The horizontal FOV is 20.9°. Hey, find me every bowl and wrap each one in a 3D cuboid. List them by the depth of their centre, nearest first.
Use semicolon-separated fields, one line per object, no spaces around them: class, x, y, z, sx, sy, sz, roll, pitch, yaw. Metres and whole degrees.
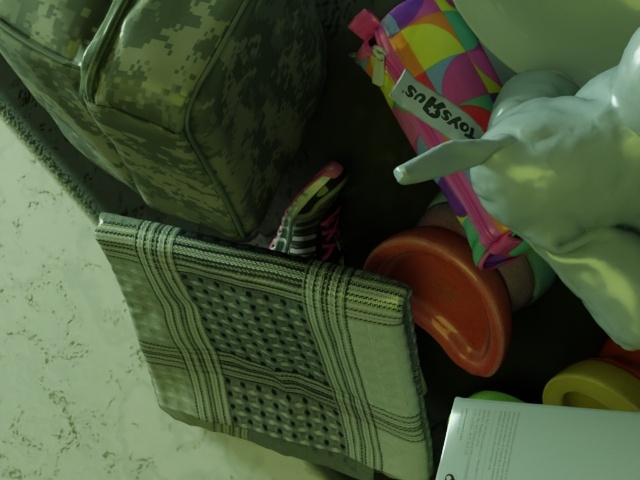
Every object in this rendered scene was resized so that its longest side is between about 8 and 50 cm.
bowl;0.247;-0.238;1.311;0.298;0.134;0.298;17;144;13

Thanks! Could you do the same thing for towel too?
towel;-0.047;0.116;1.618;0.312;0.056;0.324;13;145;19

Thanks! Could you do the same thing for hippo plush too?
hippo plush;0.236;-0.096;1.257;0.294;0.234;0.236;37;119;-24

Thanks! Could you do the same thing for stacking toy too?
stacking toy;0.185;0.093;1.572;0.309;0.130;0.279;42;150;5

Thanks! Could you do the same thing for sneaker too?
sneaker;0.000;0.000;1.612;0.075;0.063;0.170;33;128;8

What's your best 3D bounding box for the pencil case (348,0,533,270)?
pencil case;0.115;-0.092;1.435;0.104;0.104;0.236;-42;72;34

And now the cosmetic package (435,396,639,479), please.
cosmetic package;0.288;0.255;1.455;0.284;0.097;0.377;5;154;25

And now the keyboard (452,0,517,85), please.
keyboard;0.126;-0.185;1.495;0.072;0.014;0.256;-7;110;23

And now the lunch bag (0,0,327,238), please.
lunch bag;-0.152;-0.168;1.456;0.256;0.213;0.305;19;165;15
